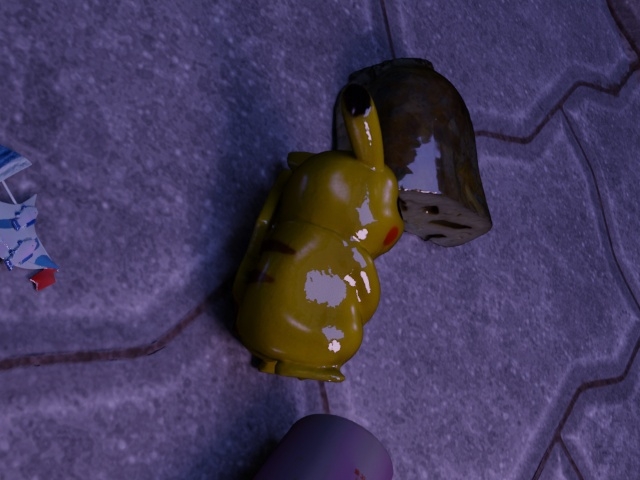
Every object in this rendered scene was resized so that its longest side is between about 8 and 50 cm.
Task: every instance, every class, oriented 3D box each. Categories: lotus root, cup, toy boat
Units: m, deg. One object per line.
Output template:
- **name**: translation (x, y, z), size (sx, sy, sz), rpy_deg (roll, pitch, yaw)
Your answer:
- **lotus root**: translation (0.159, -0.152, 1.361), size (0.267, 0.149, 0.260), rpy_deg (21, 61, -45)
- **cup**: translation (-0.031, 0.327, 0.949), size (0.203, 0.203, 0.288), rpy_deg (56, 37, -16)
- **toy boat**: translation (-0.314, -0.019, 0.884), size (0.105, 0.034, 0.149), rpy_deg (-17, 100, -52)

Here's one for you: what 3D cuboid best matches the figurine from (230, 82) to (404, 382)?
- **figurine**: translation (-0.002, 0.007, 1.082), size (0.169, 0.218, 0.326), rpy_deg (27, 75, -15)
